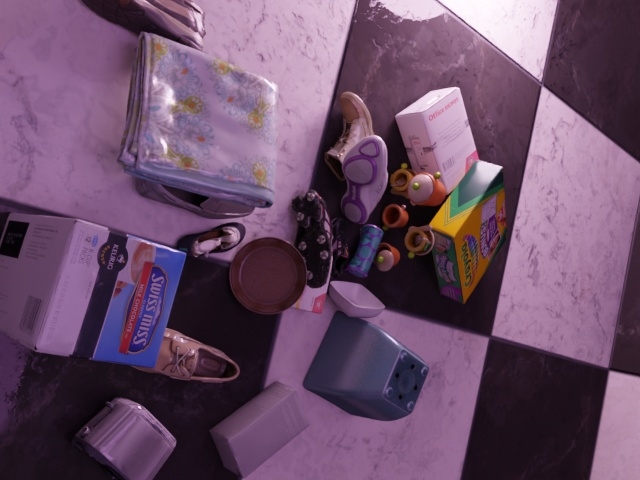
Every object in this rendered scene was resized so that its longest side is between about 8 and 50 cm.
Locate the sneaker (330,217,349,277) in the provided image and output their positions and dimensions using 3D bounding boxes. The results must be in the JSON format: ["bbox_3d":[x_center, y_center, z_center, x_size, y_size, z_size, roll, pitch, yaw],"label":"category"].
[{"bbox_3d":[0.054,0.027,1.899,0.072,0.077,0.178,13,84,-42],"label":"sneaker"}]

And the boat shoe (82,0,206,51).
[{"bbox_3d":[-0.394,-0.531,1.443,0.355,0.133,0.130,31,64,-47],"label":"boat shoe"}]

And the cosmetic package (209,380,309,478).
[{"bbox_3d":[-0.156,0.489,1.743,0.238,0.107,0.127,-28,112,-33],"label":"cosmetic package"}]

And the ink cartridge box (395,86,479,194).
[{"bbox_3d":[0.378,-0.315,2.124,0.207,0.117,0.282,-38,118,-32],"label":"ink cartridge box"}]

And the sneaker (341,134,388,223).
[{"bbox_3d":[0.131,-0.190,1.874,0.152,0.114,0.305,-50,163,-37],"label":"sneaker"}]

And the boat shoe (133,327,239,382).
[{"bbox_3d":[-0.326,0.276,1.575,0.302,0.098,0.109,26,77,-40],"label":"boat shoe"}]

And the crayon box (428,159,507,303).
[{"bbox_3d":[0.488,-0.022,2.175,0.313,0.106,0.362,-52,145,-24],"label":"crayon box"}]

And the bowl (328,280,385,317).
[{"bbox_3d":[0.097,0.176,1.921,0.142,0.142,0.053,10,112,-42],"label":"bowl"}]

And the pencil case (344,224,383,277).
[{"bbox_3d":[0.130,0.031,1.974,0.070,0.064,0.151,20,76,5],"label":"pencil case"}]

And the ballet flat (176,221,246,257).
[{"bbox_3d":[-0.252,0.002,1.635,0.203,0.074,0.074,-17,105,-39],"label":"ballet flat"}]

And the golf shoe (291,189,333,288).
[{"bbox_3d":[0.000,0.000,1.795,0.120,0.105,0.272,26,54,-57],"label":"golf shoe"}]

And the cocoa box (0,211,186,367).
[{"bbox_3d":[-0.461,0.088,1.276,0.228,0.347,0.231,22,79,-41],"label":"cocoa box"}]

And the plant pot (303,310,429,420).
[{"bbox_3d":[0.154,0.374,1.902,0.247,0.252,0.247,38,69,-36],"label":"plant pot"}]

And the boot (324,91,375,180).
[{"bbox_3d":[0.072,-0.293,1.886,0.165,0.077,0.213,-43,126,-29],"label":"boot"}]

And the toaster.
[{"bbox_3d":[-0.425,0.457,1.487,0.146,0.129,0.227,-50,122,-29],"label":"toaster"}]

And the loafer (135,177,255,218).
[{"bbox_3d":[-0.275,-0.111,1.577,0.320,0.112,0.111,8,89,-41],"label":"loafer"}]

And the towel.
[{"bbox_3d":[-0.254,-0.261,1.493,0.375,0.090,0.320,14,72,-36],"label":"towel"}]

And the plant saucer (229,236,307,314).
[{"bbox_3d":[-0.134,0.090,1.718,0.199,0.036,0.198,0,86,-7],"label":"plant saucer"}]

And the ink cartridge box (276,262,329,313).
[{"bbox_3d":[-0.076,0.124,1.801,0.198,0.067,0.115,17,82,-40],"label":"ink cartridge box"}]

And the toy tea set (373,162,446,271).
[{"bbox_3d":[0.245,-0.066,1.982,0.124,0.200,0.335,13,91,-50],"label":"toy tea set"}]
